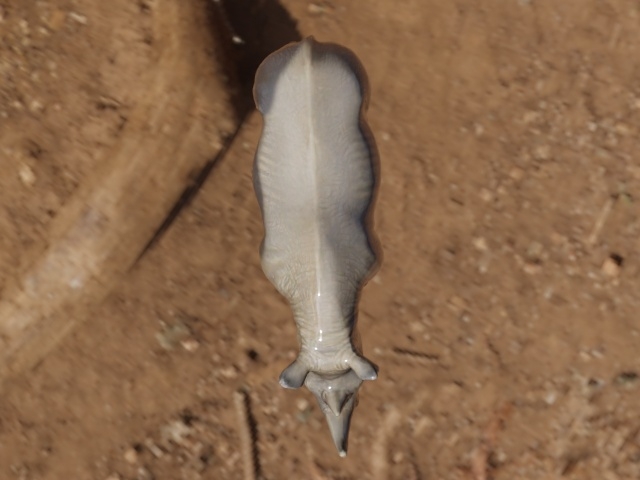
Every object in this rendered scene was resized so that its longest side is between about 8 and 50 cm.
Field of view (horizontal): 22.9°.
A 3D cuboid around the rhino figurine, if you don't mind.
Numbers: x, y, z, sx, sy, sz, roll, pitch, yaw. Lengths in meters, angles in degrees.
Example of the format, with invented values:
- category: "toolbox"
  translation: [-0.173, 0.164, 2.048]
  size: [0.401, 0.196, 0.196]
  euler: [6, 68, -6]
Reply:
- category: "rhino figurine"
  translation: [0.000, 0.000, 0.887]
  size: [0.073, 0.106, 0.243]
  euler: [-3, 80, -1]
